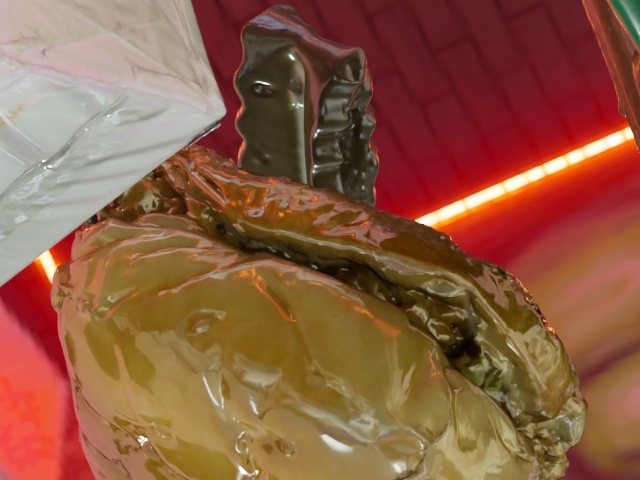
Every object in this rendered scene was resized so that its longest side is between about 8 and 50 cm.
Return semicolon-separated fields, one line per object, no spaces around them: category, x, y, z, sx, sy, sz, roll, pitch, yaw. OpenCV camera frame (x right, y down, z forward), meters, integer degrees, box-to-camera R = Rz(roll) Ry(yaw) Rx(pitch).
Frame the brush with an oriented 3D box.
brush;0.000;0.000;1.192;0.084;0.071;0.301;29;141;35

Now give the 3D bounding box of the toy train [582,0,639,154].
toy train;0.187;-0.147;0.884;0.249;0.178;0.429;49;-159;-42

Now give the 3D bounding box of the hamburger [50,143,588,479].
hamburger;-0.012;0.092;1.027;0.158;0.319;0.318;-56;-50;-29

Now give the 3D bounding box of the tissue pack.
tissue pack;-0.168;-0.075;0.748;0.124;0.225;0.185;10;-127;-48
